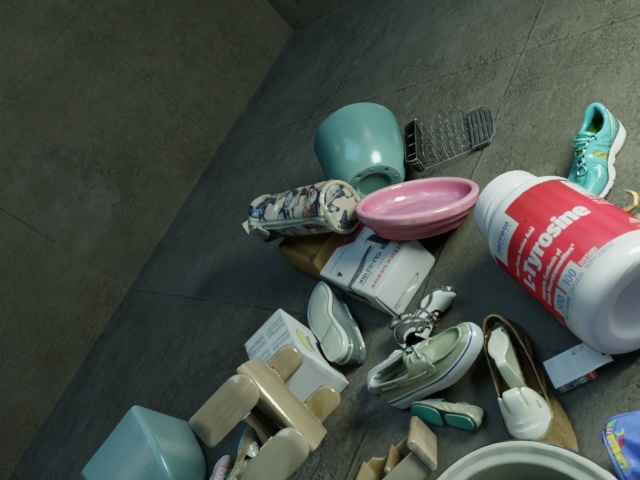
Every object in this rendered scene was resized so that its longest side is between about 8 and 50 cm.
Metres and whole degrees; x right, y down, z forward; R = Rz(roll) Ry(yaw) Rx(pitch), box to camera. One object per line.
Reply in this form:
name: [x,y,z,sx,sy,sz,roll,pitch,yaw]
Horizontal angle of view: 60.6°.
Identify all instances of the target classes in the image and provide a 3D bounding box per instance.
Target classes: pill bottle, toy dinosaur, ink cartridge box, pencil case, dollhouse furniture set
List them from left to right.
pencil case: [-0.058,-0.084,1.698,0.410,0.160,0.183,-5,36,48]
dollhouse furniture set: [0.007,0.370,1.117,0.256,0.394,0.362,-46,-10,6]
ink cartridge box: [0.154,0.074,1.534,0.197,0.114,0.272,-55,33,-11]
pill bottle: [0.481,0.013,1.075,0.229,0.229,0.408,-44,31,8]
ink cartridge box: [0.484,0.233,1.025,0.115,0.029,0.063,-35,33,21]
toy dinosaur: [0.639,-0.037,1.109,0.113,0.064,0.211,-68,22,5]
pencil case: [0.566,0.265,0.795,0.306,0.119,0.133,-36,62,20]

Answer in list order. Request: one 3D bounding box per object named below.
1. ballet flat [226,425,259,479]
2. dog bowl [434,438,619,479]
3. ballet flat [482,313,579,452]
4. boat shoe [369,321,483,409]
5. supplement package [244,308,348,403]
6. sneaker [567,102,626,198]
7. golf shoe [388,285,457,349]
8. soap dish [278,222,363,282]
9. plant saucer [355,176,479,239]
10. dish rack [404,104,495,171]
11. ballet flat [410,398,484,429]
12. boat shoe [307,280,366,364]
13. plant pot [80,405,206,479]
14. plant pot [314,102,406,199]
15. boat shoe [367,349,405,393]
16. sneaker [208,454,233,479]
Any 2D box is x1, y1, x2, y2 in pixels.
ballet flat: [-0.199,0.604,1.473,0.067,0.073,0.206,6,60,22]
dog bowl: [0.321,0.520,0.805,0.407,0.150,0.408,-32,35,26]
ballet flat: [0.373,0.273,1.031,0.116,0.124,0.343,-31,36,25]
boat shoe: [0.221,0.270,1.180,0.302,0.094,0.109,-50,19,33]
supplement package: [-0.067,0.329,1.460,0.149,0.194,0.203,-47,31,5]
sneaker: [0.608,-0.193,1.251,0.107,0.110,0.276,-4,54,50]
golf shoe: [0.261,0.191,1.325,0.198,0.077,0.094,-43,42,23]
soap dish: [0.000,0.000,1.807,0.229,0.118,0.290,-55,33,-10]
plant saucer: [0.262,-0.085,1.480,0.331,0.084,0.332,-12,18,4]
dish rack: [0.394,-0.327,1.681,0.271,0.074,0.208,-20,42,26]
ballet flat: [0.269,0.361,1.153,0.168,0.057,0.052,-1,27,47]
boat shoe: [0.044,0.232,1.529,0.116,0.099,0.319,-58,26,19]
plant pot: [-0.477,0.674,1.575,0.252,0.247,0.248,33,83,42]
plant pot: [0.142,-0.250,1.756,0.293,0.293,0.235,-34,47,24]
boat shoe: [0.184,0.297,1.313,0.184,0.066,0.063,-47,31,23]
sneaker: [-0.273,0.664,1.501,0.134,0.051,0.070,-58,33,-8]
